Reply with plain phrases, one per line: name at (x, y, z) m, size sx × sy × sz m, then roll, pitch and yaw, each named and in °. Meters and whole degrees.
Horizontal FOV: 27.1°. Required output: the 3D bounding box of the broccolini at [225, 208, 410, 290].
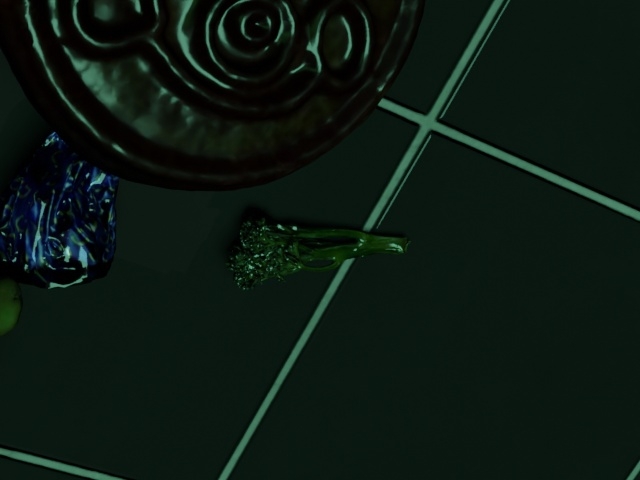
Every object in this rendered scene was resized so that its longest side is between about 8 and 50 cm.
broccolini at (0.005, 0.009, 1.339) m, size 0.201 × 0.058 × 0.074 m, roll -1°, pitch 125°, yaw -16°

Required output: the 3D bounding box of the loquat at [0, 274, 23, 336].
loquat at (-0.417, 0.114, 1.108) m, size 0.359 × 0.328 × 0.328 m, roll -22°, pitch 123°, yaw -18°

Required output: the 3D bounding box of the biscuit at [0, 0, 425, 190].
biscuit at (-0.078, -0.234, 1.098) m, size 0.407 × 0.091 × 0.407 m, roll -11°, pitch 112°, yaw -28°

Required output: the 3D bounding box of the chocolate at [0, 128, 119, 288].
chocolate at (-0.212, -0.128, 1.175) m, size 0.148 × 0.126 × 0.343 m, roll 16°, pitch 109°, yaw 16°
